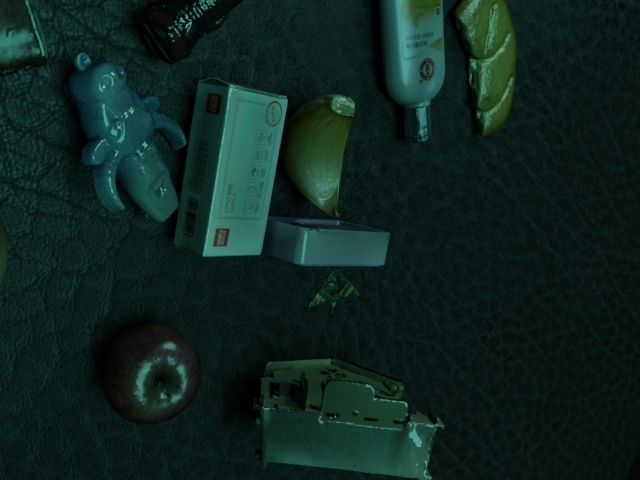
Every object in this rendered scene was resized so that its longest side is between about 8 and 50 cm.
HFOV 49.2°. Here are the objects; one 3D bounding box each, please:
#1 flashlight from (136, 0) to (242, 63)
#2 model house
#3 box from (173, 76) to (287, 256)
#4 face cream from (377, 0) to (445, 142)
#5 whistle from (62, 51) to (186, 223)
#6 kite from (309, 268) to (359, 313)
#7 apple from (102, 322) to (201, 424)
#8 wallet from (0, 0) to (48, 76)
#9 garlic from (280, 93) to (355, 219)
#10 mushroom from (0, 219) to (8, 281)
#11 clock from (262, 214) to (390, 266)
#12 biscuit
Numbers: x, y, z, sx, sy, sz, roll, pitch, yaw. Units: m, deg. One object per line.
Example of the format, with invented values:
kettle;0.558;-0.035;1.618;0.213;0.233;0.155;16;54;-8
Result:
flashlight;-0.157;-0.354;1.026;0.232;0.093;0.093;-44;125;-23
model house;0.037;0.301;1.278;0.326;0.244;0.169;8;97;-5
box;-0.139;-0.110;1.098;0.135;0.079;0.269;-2;106;-51
face cream;0.172;-0.327;1.293;0.144;0.071;0.291;-18;114;-33
whistle;-0.275;-0.141;0.991;0.180;0.093;0.269;-60;135;-41
kite;0.029;0.098;1.353;0.122;0.004;0.090;-4;105;-37
apple;-0.264;0.203;1.086;0.153;0.120;0.153;-6;101;-34
wallet;-0.496;-0.251;0.820;0.317;0.044;0.169;-25;121;-28
garlic;0.000;-0.152;1.193;0.115;0.128;0.207;-63;155;-64
mushroom;-0.509;0.052;0.801;0.292;0.292;0.290;-19;146;-32
clock;0.000;0.000;1.208;0.197;0.150;0.063;2;99;-38
biscuit;0.351;-0.374;1.436;0.154;0.045;0.299;-36;123;-26
